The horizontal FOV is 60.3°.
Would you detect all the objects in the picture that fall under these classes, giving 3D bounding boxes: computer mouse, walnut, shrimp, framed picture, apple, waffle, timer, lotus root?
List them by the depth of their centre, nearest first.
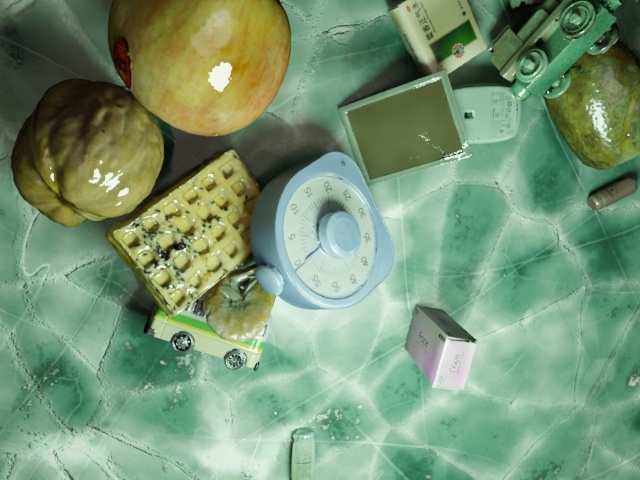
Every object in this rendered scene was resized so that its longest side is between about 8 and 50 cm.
[{"bbox_3d":[-0.247,-0.441,1.185,0.391,0.391,0.346,38,118,-16],"label":"apple"},{"bbox_3d":[-0.507,-0.203,1.230,0.306,0.306,0.343,13,57,-13],"label":"walnut"},{"bbox_3d":[-0.292,-0.026,1.331,0.376,0.114,0.261,-40,107,-28],"label":"waffle"},{"bbox_3d":[0.000,0.000,1.358,0.395,0.173,0.394,4,84,-40],"label":"timer"},{"bbox_3d":[-0.191,0.115,1.398,0.168,0.317,0.077,23,139,-9],"label":"shrimp"},{"bbox_3d":[0.217,-0.283,1.428,0.293,0.018,0.231,-14,107,23],"label":"framed picture"},{"bbox_3d":[0.736,-0.380,1.462,0.250,0.250,0.346,-32,101,-2],"label":"lotus root"},{"bbox_3d":[0.394,-0.337,1.473,0.289,0.097,0.159,-6,103,-14],"label":"computer mouse"}]

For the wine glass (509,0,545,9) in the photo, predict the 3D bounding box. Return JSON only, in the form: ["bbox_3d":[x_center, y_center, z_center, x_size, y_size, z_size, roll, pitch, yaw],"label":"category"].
[{"bbox_3d":[0.592,-0.756,1.357,0.264,0.096,0.309,0,107,32],"label":"wine glass"}]

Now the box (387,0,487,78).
[{"bbox_3d":[0.296,-0.539,1.404,0.168,0.095,0.212,-33,111,0],"label":"box"}]

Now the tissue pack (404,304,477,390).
[{"bbox_3d":[0.323,0.291,1.520,0.093,0.246,0.148,10,100,-12],"label":"tissue pack"}]

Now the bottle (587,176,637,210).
[{"bbox_3d":[0.858,-0.138,1.622,0.140,0.053,0.053,-26,106,-3],"label":"bottle"}]

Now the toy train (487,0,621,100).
[{"bbox_3d":[0.568,-0.499,1.352,0.150,0.221,0.304,14,133,-36],"label":"toy train"}]

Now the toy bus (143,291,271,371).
[{"bbox_3d":[-0.287,0.209,1.448,0.306,0.143,0.179,21,95,-13],"label":"toy bus"}]

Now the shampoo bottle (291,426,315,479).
[{"bbox_3d":[-0.051,0.662,1.639,0.072,0.049,0.212,2,103,-7],"label":"shampoo bottle"}]
